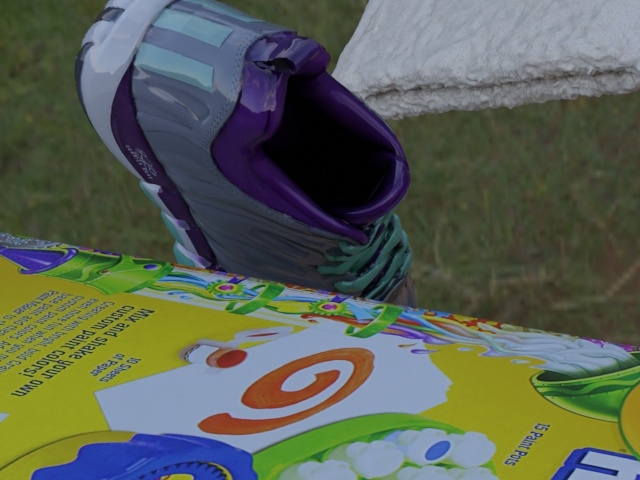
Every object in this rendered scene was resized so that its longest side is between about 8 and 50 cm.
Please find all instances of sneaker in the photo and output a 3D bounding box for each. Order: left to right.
[{"bbox_3d":[0.000,0.000,0.654,0.098,0.224,0.083,21,69,39],"label":"sneaker"}]

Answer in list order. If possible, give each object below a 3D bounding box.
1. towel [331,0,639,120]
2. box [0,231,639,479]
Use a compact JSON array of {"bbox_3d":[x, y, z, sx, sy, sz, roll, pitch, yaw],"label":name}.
[{"bbox_3d":[0.126,-0.155,1.008,0.282,0.049,0.187,2,62,57],"label":"towel"},{"bbox_3d":[-0.061,0.136,0.403,0.279,0.177,0.290,9,22,26],"label":"box"}]
